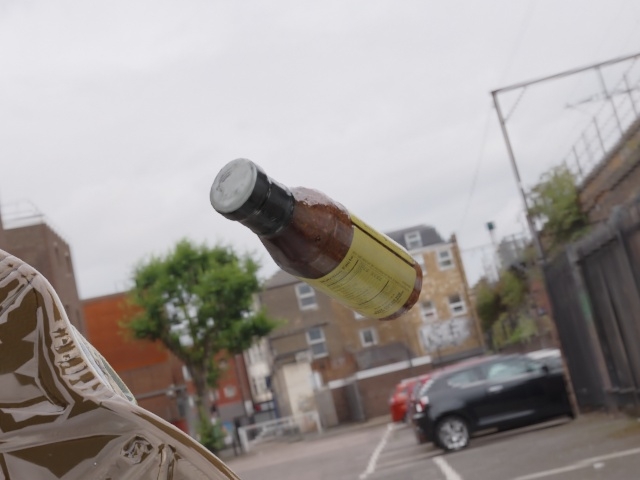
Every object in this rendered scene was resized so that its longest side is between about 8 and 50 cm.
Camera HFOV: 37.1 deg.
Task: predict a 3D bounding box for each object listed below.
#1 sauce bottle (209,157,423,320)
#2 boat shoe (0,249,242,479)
[{"bbox_3d":[0.000,0.000,0.440,0.042,0.042,0.128,-20,-35,31],"label":"sauce bottle"},{"bbox_3d":[-0.129,0.096,0.433,0.104,0.285,0.089,-38,-37,-23],"label":"boat shoe"}]
